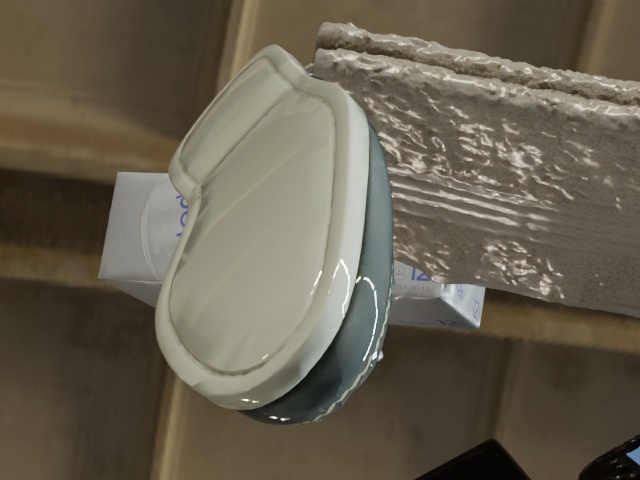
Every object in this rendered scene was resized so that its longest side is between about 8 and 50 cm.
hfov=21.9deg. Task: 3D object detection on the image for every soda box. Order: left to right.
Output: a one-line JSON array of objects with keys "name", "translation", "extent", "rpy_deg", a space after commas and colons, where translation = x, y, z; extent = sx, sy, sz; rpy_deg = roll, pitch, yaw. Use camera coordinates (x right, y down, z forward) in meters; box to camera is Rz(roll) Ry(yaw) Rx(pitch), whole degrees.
[{"name": "soda box", "translation": [-0.020, 0.006, 1.263], "extent": [0.286, 0.091, 0.098], "rpy_deg": [3, -16, 24]}]

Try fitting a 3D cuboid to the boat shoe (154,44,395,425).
[{"name": "boat shoe", "translation": [0.000, 0.000, 0.702], "extent": [0.099, 0.319, 0.116], "rpy_deg": [40, -80, -17]}]

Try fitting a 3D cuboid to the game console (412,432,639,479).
[{"name": "game console", "translation": [0.217, 0.183, 1.245], "extent": [0.361, 0.213, 0.044], "rpy_deg": [-28, -63, -7]}]

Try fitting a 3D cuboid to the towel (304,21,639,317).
[{"name": "towel", "translation": [0.122, -0.035, 1.003], "extent": [0.282, 0.049, 0.187], "rpy_deg": [11, -35, 9]}]
